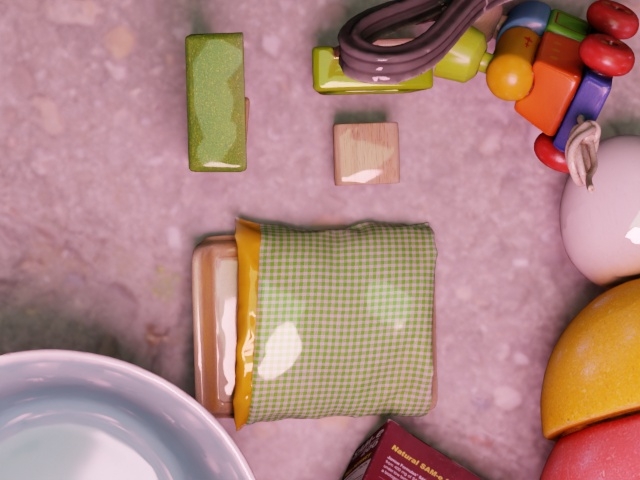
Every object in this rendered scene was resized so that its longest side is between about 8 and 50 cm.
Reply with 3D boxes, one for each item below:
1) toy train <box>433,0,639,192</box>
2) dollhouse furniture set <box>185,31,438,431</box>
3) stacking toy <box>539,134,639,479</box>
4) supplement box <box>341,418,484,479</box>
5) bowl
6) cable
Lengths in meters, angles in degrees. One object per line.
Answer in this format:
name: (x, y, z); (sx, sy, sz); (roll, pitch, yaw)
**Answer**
toy train: (0.147, -0.119, 1.092); (0.143, 0.248, 0.105); (23, 119, 3)
dollhouse furniture set: (0.000, 0.000, 1.117); (0.197, 0.151, 0.302); (-2, 92, -6)
stacking toy: (0.277, 0.145, 1.105); (0.350, 0.350, 0.480); (-9, 78, -5)
supplement box: (0.049, 0.270, 1.109); (0.130, 0.073, 0.239); (34, 53, -6)
bowl: (-0.194, 0.227, 1.098); (0.311, 0.163, 0.312); (0, 91, -5)
cable: (0.117, -0.177, 1.083); (0.139, 0.072, 0.287); (22, 49, 14)
